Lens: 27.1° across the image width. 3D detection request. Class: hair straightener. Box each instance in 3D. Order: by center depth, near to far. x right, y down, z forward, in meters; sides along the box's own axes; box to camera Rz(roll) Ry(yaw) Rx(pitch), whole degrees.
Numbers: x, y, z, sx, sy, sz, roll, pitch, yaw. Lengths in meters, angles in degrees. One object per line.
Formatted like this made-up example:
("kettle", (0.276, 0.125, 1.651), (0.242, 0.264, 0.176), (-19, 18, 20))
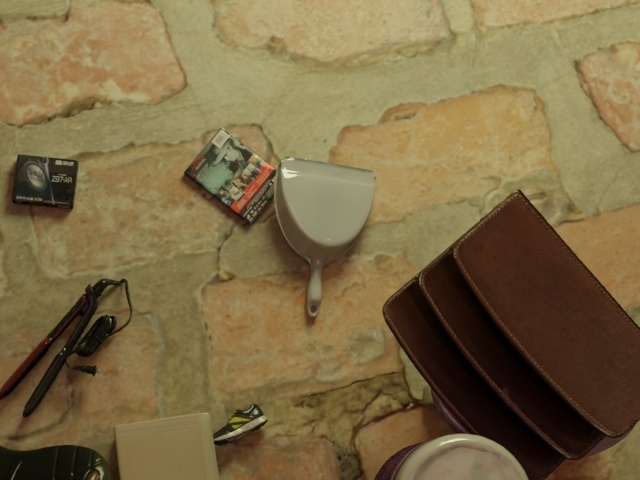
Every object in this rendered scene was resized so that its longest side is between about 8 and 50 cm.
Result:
("hair straightener", (-0.325, 0.146, 1.778), (0.089, 0.047, 0.230), (38, 72, 1))

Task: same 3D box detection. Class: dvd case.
("dvd case", (-0.119, -0.091, 1.865), (0.119, 0.013, 0.087), (37, 76, 0))

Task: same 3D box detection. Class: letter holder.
("letter holder", (0.246, 0.130, 1.631), (0.214, 0.152, 0.302), (-40, 86, -13))

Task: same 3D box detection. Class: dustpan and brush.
("dustpan and brush", (0.000, 0.000, 1.845), (0.147, 0.060, 0.211), (8, 70, -18))

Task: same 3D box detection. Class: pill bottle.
("pill bottle", (0.151, 0.333, 1.661), (0.169, 0.301, 0.169), (1, 79, -7))

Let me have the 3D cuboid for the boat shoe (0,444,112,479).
("boat shoe", (-0.400, 0.327, 1.657), (0.324, 0.120, 0.122), (2, 39, 22))

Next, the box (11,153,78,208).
("box", (-0.378, -0.081, 1.826), (0.083, 0.018, 0.067), (6, 78, -6))

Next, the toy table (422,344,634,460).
("toy table", (0.272, 0.208, 1.777), (0.274, 0.161, 0.252), (17, 76, -4))

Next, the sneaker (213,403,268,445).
("sneaker", (-0.114, 0.248, 1.788), (0.083, 0.031, 0.035), (-22, 69, -16))

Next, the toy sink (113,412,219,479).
("toy sink", (-0.193, 0.348, 1.692), (0.131, 0.153, 0.234), (-8, 80, -9))
